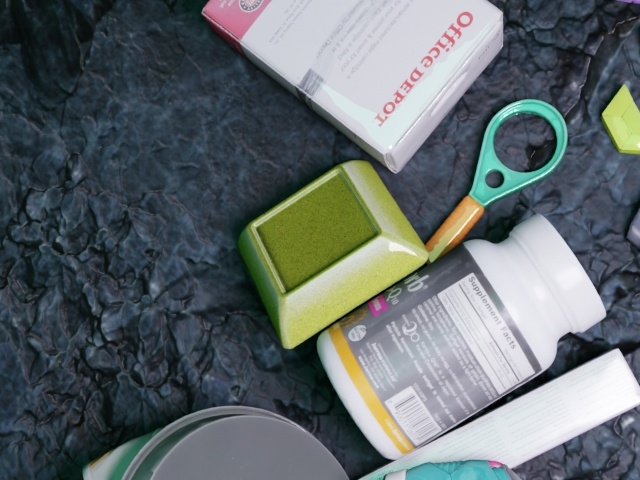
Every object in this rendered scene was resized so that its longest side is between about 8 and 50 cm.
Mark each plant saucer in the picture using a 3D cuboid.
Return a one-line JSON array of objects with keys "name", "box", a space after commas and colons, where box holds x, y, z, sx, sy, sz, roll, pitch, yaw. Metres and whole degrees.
[{"name": "plant saucer", "box": [0.000, 0.000, 1.190, 0.188, 0.045, 0.188, -33, 45, 4]}]

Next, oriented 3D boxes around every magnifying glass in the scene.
[{"name": "magnifying glass", "box": [0.194, -0.063, 1.223, 0.092, 0.026, 0.231, 39, 91, 13]}]

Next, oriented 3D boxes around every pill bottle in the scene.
[{"name": "pill bottle", "box": [0.149, 0.099, 1.137, 0.278, 0.162, 0.162, -33, 77, 4]}]

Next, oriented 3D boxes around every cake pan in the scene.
[{"name": "cake pan", "box": [-0.076, 0.314, 1.119, 0.293, 0.054, 0.293, 9, 68, -23]}]

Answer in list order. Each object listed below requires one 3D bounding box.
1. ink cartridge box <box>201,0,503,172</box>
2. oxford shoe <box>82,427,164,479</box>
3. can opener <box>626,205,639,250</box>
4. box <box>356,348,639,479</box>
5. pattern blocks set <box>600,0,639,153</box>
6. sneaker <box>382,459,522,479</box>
[{"name": "ink cartridge box", "box": [0.040, -0.243, 1.229, 0.283, 0.117, 0.207, 40, 90, 14]}, {"name": "oxford shoe", "box": [-0.199, 0.432, 1.152, 0.130, 0.169, 0.450, -5, 74, 7]}, {"name": "can opener", "box": [0.399, -0.055, 1.137, 0.073, 0.059, 0.186, 36, 116, 13]}, {"name": "box", "box": [0.192, 0.218, 1.161, 0.324, 0.063, 0.067, -29, 79, 5]}, {"name": "pattern blocks set", "box": [0.454, -0.182, 1.192, 0.285, 0.026, 0.325, -32, 78, 5]}, {"name": "sneaker", "box": [0.192, 0.350, 1.064, 0.178, 0.124, 0.296, -21, 82, 12]}]
